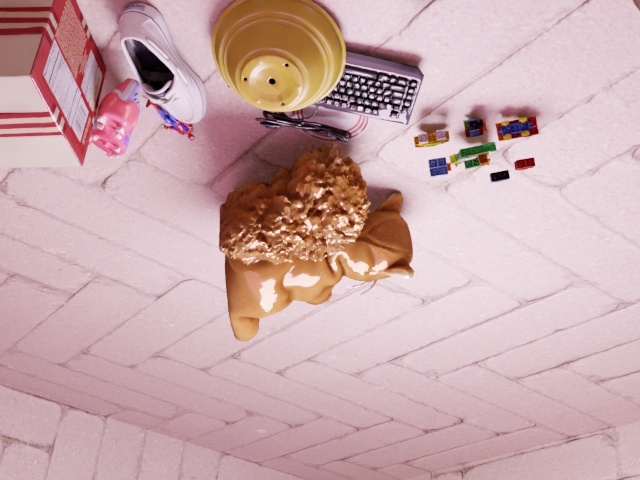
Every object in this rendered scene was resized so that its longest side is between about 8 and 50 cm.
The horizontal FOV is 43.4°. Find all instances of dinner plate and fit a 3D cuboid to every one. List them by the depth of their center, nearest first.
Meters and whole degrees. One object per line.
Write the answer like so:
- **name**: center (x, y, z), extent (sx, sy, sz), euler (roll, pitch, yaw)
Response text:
- **dinner plate**: center (0.019, -0.225, 1.431), extent (0.141, 0.017, 0.141), euler (4, 148, 2)

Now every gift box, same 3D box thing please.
- **gift box**: center (-0.509, -0.242, 1.274), extent (0.258, 0.255, 0.276), euler (1, 144, 5)

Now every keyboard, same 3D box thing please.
- **keyboard**: center (-0.001, -0.242, 1.364), extent (0.317, 0.033, 0.201), euler (12, 141, -3)

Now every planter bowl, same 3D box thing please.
- **planter bowl**: center (-0.071, -0.270, 1.262), extent (0.217, 0.090, 0.217), euler (4, 135, 4)

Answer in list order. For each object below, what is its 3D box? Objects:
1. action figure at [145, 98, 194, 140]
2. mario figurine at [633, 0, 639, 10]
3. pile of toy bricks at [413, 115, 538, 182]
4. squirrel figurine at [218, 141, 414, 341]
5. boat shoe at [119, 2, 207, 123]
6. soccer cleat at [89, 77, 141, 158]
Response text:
- **action figure**: center (-0.271, -0.219, 1.480), extent (0.038, 0.030, 0.115), euler (-20, 141, 28)
- **mario figurine**: center (0.410, -0.418, 1.004), extent (0.198, 0.170, 0.320), euler (-49, 139, 11)
- **pile of toy bricks**: center (0.279, -0.155, 1.436), extent (0.212, 0.118, 0.105), euler (-9, 178, 7)
- **squirrel figurine**: center (0.000, 0.000, 1.562), extent (0.370, 0.281, 0.397), euler (-2, 152, 0)
- **boat shoe**: center (-0.268, -0.270, 1.343), extent (0.095, 0.084, 0.258), euler (-6, 145, 19)
- **soccer cleat**: center (-0.367, -0.215, 1.449), extent (0.083, 0.095, 0.248), euler (31, 163, -13)
